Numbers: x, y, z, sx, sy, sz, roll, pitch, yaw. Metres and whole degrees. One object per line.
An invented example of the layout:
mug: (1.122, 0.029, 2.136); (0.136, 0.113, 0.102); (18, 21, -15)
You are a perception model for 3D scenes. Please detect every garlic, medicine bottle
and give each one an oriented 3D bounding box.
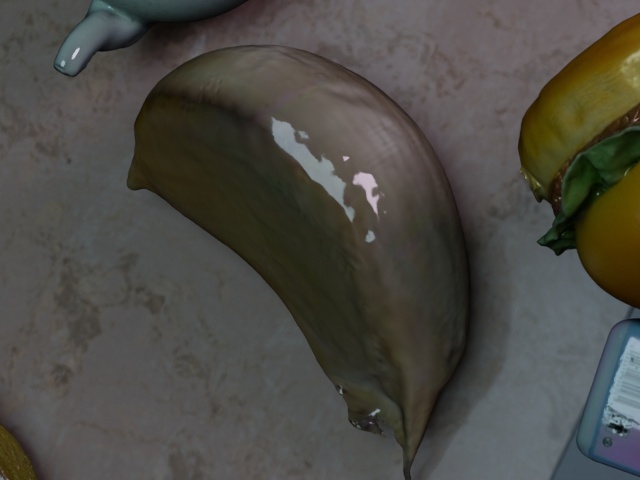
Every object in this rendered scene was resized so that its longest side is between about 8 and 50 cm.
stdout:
garlic: (0.014, -0.001, 1.078); (0.338, 0.151, 0.196); (48, 129, 14)
medicine bottle: (0.262, 0.116, 0.942); (0.188, 0.119, 0.094); (18, 92, 24)

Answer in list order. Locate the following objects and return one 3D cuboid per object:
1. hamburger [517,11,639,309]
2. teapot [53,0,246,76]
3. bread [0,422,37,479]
hamburger: (0.241, -0.043, 0.919); (0.246, 0.246, 0.170); (-33, 73, 15)
teapot: (-0.108, -0.254, 1.131); (0.193, 0.129, 0.294); (27, 101, 7)
bread: (-0.267, 0.211, 1.190); (0.149, 0.065, 0.187); (-42, 72, 24)
